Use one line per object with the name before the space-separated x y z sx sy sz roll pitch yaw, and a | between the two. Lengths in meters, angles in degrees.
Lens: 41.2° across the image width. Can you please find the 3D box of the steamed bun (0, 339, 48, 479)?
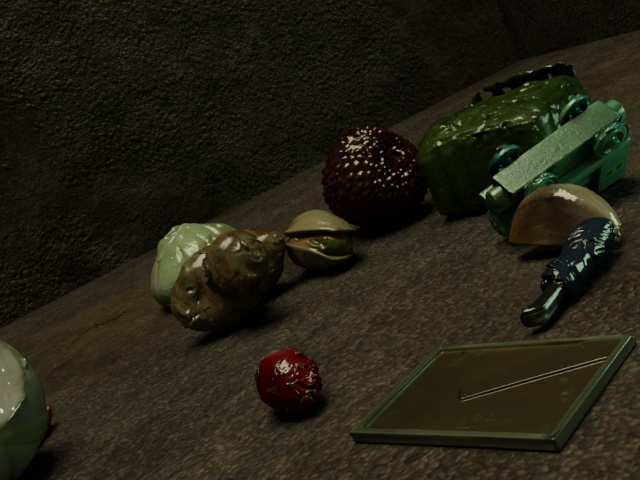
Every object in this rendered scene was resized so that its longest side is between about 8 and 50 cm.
steamed bun | -0.619 0.320 1.440 0.309 0.309 0.309 -23 12 5

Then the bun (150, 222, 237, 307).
bun | -0.323 0.041 2.197 0.293 0.187 0.293 -22 10 4

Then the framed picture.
framed picture | 0.198 0.176 1.007 0.289 0.016 0.213 -12 17 46

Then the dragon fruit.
dragon fruit | -0.061 0.202 1.242 0.094 0.094 0.190 -29 8 -22

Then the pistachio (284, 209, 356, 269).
pistachio | 0.000 0.000 1.876 0.144 0.144 0.215 -30 21 -25

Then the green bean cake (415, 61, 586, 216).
green bean cake | 0.398 -0.215 1.809 0.335 0.218 0.319 -17 14 38

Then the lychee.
lychee | 0.114 -0.136 2.010 0.271 0.271 0.271 -23 12 5

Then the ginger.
ginger | -0.176 0.070 1.813 0.256 0.176 0.375 -45 -4 13

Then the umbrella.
umbrella | 0.347 0.049 1.184 0.071 0.071 0.248 -13 24 44

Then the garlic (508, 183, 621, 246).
garlic | 0.386 -0.039 1.343 0.195 0.101 0.087 0 -2 45

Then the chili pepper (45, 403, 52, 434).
chili pepper | -0.553 0.351 1.610 0.073 0.070 0.123 -39 12 11

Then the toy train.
toy train | 0.415 -0.121 1.500 0.298 0.194 0.120 -34 56 -10
